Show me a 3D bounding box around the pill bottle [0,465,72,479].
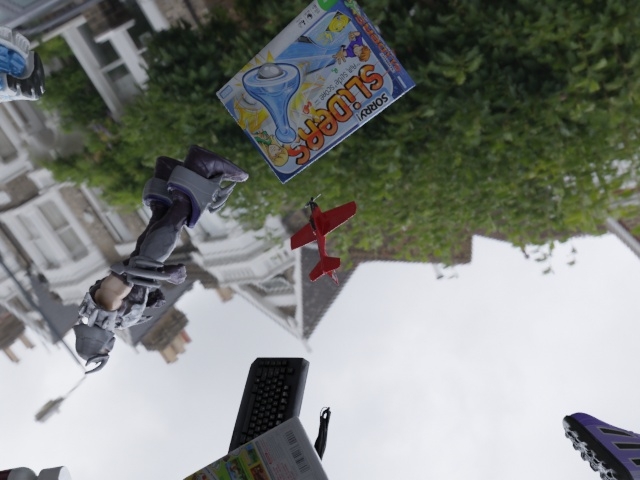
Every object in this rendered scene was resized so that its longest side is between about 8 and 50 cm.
[{"bbox_3d":[-0.509,0.424,1.138,0.221,0.121,0.121,-9,-158,-7],"label":"pill bottle"}]

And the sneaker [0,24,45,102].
[{"bbox_3d":[-0.280,-0.126,0.497,0.083,0.071,0.191,-17,167,13],"label":"sneaker"}]

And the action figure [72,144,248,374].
[{"bbox_3d":[-0.195,0.024,0.827,0.185,0.099,0.285,-26,-145,59],"label":"action figure"}]

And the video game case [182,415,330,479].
[{"bbox_3d":[-0.074,0.414,1.093,0.206,0.026,0.227,-29,-115,-3],"label":"video game case"}]

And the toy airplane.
[{"bbox_3d":[0.000,0.000,1.134,0.151,0.151,0.028,-6,170,43],"label":"toy airplane"}]

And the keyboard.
[{"bbox_3d":[-0.072,0.355,1.284,0.202,0.033,0.317,-1,-122,22],"label":"keyboard"}]

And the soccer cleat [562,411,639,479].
[{"bbox_3d":[0.488,0.331,1.006,0.318,0.108,0.116,38,-99,30],"label":"soccer cleat"}]

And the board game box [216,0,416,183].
[{"bbox_3d":[-0.011,-0.171,0.820,0.201,0.136,0.035,-34,-174,37],"label":"board game box"}]
